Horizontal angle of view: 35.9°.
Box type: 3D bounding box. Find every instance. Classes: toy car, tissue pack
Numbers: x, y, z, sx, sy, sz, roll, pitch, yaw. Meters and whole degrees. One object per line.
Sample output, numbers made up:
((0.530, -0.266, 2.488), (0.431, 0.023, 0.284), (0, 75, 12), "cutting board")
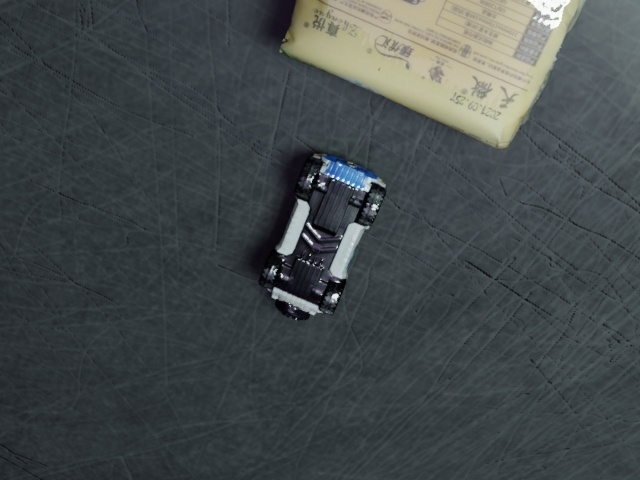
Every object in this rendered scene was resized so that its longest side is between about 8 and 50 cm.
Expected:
((0.000, 0.000, 0.938), (0.080, 0.070, 0.170), (23, 116, 1), "toy car")
((0.098, -0.198, 0.814), (0.222, 0.090, 0.186), (22, 115, 0), "tissue pack")
